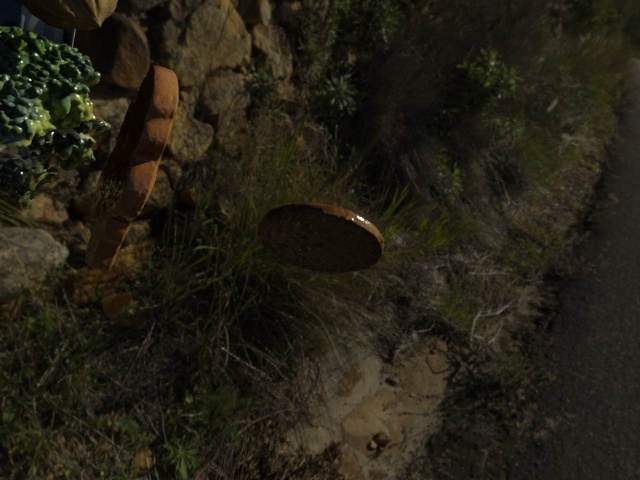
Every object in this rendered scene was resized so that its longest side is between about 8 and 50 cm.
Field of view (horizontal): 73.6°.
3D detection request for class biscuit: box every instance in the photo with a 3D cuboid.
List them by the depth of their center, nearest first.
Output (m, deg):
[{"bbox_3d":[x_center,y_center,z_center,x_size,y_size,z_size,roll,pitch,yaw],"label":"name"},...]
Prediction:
[{"bbox_3d":[0.001,-0.001,0.627,0.188,0.188,0.027,14,61,-6],"label":"biscuit"},{"bbox_3d":[-0.285,-0.104,0.645,0.047,0.334,0.202,13,43,-35],"label":"biscuit"}]

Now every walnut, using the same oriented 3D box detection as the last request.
[{"bbox_3d":[-0.412,-0.421,0.674,0.184,0.155,0.155,55,29,-21],"label":"walnut"}]

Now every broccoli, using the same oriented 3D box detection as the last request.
[{"bbox_3d":[-0.568,-0.234,0.772,0.324,0.272,0.334,-8,66,17],"label":"broccoli"}]

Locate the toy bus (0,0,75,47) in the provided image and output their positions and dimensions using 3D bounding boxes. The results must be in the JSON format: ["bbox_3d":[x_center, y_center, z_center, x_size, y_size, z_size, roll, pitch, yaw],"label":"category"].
[{"bbox_3d":[-0.733,-0.541,1.053,0.249,0.209,0.440,10,24,-36],"label":"toy bus"}]
